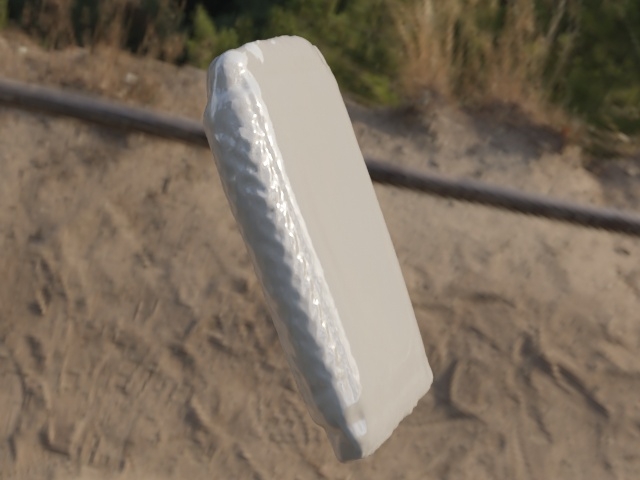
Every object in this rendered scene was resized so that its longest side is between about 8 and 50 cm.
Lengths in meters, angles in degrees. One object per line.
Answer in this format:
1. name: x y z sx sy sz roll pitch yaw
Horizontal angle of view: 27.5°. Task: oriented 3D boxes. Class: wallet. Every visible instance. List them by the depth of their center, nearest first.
1. wallet: 0.000 0.000 0.581 0.124 0.032 0.182 -30 101 -66
